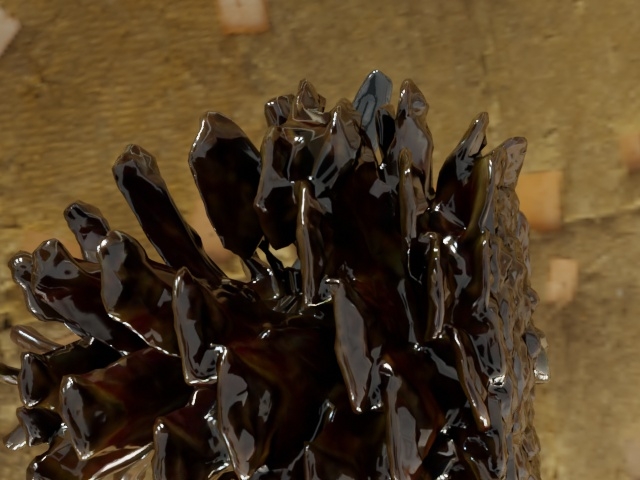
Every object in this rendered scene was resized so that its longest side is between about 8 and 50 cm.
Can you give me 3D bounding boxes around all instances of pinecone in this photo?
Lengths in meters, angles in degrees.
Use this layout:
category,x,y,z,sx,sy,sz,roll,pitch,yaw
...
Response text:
category,x,y,z,sx,sy,sz,roll,pitch,yaw
pinecone,-0.016,0.035,0.471,0.165,0.163,0.163,-6,-88,9

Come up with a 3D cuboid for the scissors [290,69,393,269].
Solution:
category,x,y,z,sx,sy,sz,roll,pitch,yaw
scissors,0.000,0.000,0.920,0.017,0.088,0.220,54,-126,-63
